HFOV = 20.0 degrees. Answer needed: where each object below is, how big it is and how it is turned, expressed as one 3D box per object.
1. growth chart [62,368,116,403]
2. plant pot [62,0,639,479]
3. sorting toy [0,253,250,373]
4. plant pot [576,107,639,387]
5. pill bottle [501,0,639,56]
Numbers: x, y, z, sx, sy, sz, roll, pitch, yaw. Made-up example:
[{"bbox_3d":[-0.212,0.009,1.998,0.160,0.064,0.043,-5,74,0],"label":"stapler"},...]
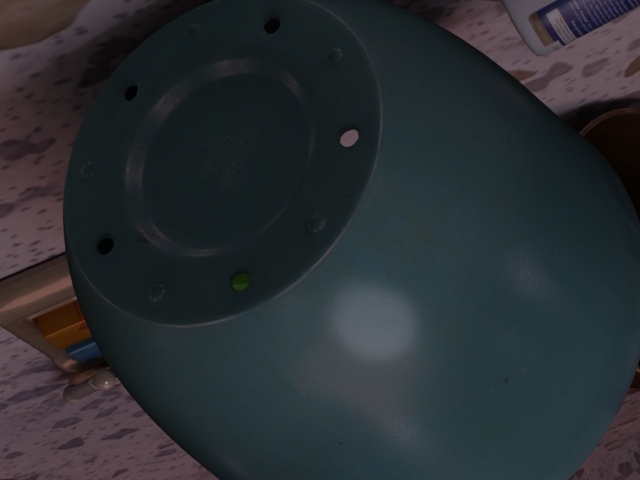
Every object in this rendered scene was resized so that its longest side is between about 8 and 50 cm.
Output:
[{"bbox_3d":[-0.091,0.077,1.441,0.237,0.021,0.172,-22,177,-11],"label":"growth chart"},{"bbox_3d":[0.000,0.000,0.978,0.293,0.293,0.235,-28,146,16],"label":"plant pot"},{"bbox_3d":[-0.124,0.040,1.316,0.193,0.038,0.208,-23,163,0],"label":"sorting toy"},{"bbox_3d":[0.189,0.031,1.452,0.215,0.215,0.230,-8,171,-40],"label":"plant pot"},{"bbox_3d":[0.161,-0.160,1.034,0.120,0.067,0.067,-28,162,15],"label":"pill bottle"}]
